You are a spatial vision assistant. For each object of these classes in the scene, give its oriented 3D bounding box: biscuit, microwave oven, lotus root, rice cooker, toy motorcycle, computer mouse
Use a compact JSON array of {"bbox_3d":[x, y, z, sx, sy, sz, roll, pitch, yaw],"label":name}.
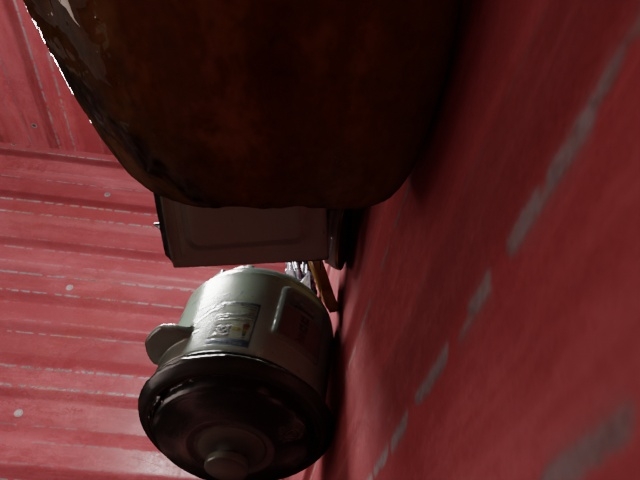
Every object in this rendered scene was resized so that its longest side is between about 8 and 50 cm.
[{"bbox_3d":[0.002,0.059,0.860,0.140,0.023,0.118,73,179,-56],"label":"biscuit"},{"bbox_3d":[-0.112,-0.148,0.771,0.355,0.218,0.287,-100,7,-65],"label":"microwave oven"},{"bbox_3d":[-0.057,-0.155,0.413,0.316,0.315,0.250,-92,-3,-67],"label":"lotus root"},{"bbox_3d":[-0.109,0.201,0.812,0.264,0.316,0.317,-36,30,27],"label":"rice cooker"},{"bbox_3d":[-0.062,0.123,1.305,0.080,0.122,0.215,77,-168,-48],"label":"toy motorcycle"},{"bbox_3d":[0.022,-0.021,0.825,0.199,0.044,0.102,-109,24,-78],"label":"computer mouse"}]
